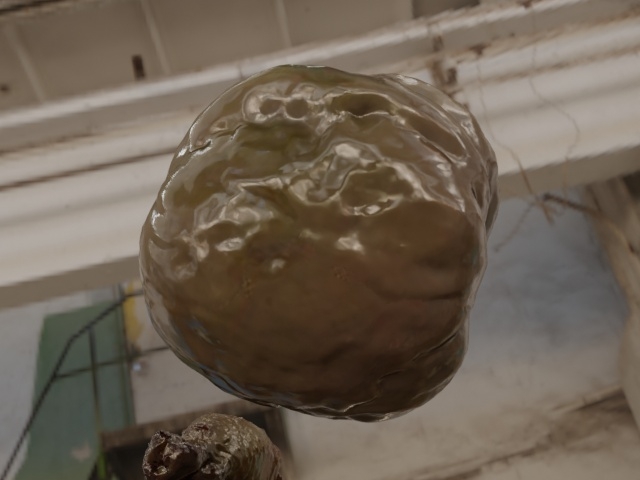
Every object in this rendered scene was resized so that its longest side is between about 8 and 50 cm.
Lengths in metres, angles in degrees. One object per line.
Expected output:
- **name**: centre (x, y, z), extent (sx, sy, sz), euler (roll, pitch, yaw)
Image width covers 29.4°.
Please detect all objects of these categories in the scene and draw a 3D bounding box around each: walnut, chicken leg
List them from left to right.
- **chicken leg**: centre (-0.091, 0.252, 1.101), extent (0.083, 0.177, 0.323), euler (2, -56, 16)
- **walnut**: centre (0.000, -0.002, 0.808), extent (0.248, 0.248, 0.248), euler (-9, -38, -7)
